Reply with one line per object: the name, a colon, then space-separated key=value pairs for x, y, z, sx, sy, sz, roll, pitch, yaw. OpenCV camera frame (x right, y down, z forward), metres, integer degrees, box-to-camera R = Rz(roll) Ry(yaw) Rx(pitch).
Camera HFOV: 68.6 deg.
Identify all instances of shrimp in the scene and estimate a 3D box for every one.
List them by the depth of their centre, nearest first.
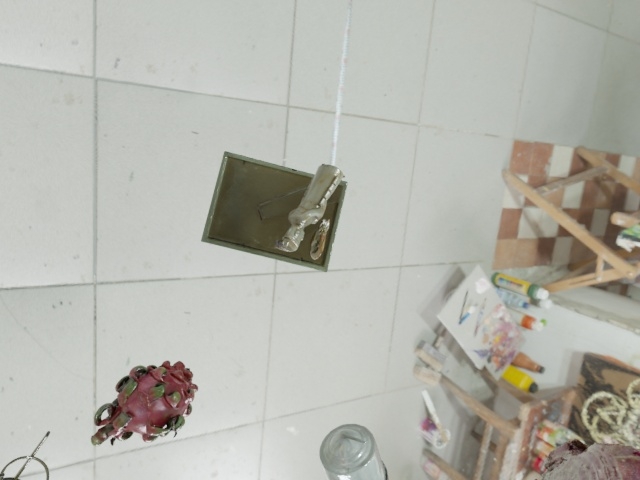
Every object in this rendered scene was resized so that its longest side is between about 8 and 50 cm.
shrimp: x=0.000 y=0.000 z=1.029 sx=0.023 sy=0.059 sz=0.108 roll=6 pitch=138 yaw=-21

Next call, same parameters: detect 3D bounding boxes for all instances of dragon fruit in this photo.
dragon fruit: x=-0.480 y=0.448 z=1.296 sx=0.273 sy=0.198 sz=0.218 roll=-10 pitch=117 yaw=5

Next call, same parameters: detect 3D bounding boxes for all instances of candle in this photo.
candle: x=0.117 y=0.805 z=1.699 sx=0.221 sy=0.221 sz=0.342 roll=-28 pitch=117 yaw=-22

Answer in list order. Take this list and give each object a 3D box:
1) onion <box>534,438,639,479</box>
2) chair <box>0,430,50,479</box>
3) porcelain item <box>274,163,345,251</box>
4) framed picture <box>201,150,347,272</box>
onion: x=0.388 y=0.376 z=0.547 sx=0.256 sy=0.230 sz=0.272 roll=23 pitch=47 yaw=-23
chair: x=-0.552 y=0.456 z=0.857 sx=0.221 sy=0.104 sz=0.095 roll=-41 pitch=91 yaw=27
porcelain item: x=-0.025 y=-0.065 z=1.010 sx=0.054 sy=0.084 sz=0.213 roll=39 pitch=71 yaw=-29
framed picture: x=-0.118 y=-0.075 z=1.224 sx=0.335 sy=0.022 sz=0.247 roll=13 pitch=87 yaw=-2
